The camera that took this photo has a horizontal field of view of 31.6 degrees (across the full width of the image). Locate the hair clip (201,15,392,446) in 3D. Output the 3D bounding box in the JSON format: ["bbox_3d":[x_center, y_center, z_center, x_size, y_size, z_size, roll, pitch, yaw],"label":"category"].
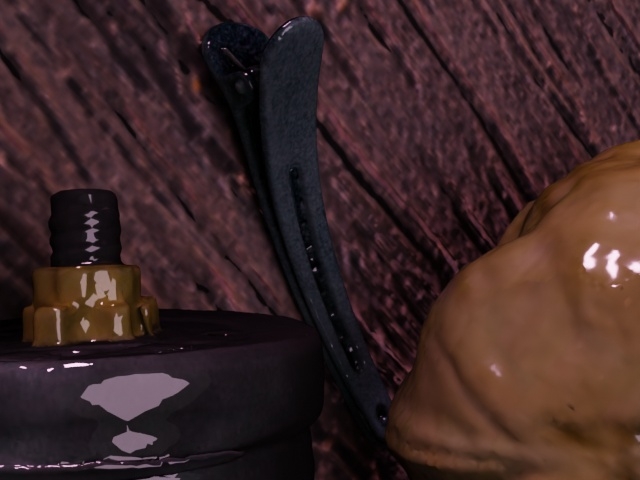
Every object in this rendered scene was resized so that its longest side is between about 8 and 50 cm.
[{"bbox_3d":[0.000,0.000,0.570,0.039,0.070,0.229,-30,114,-32],"label":"hair clip"}]

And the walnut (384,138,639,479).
[{"bbox_3d":[0.171,0.093,0.547,0.277,0.253,0.282,-21,91,-75],"label":"walnut"}]

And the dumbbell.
[{"bbox_3d":[-0.083,0.174,0.440,0.185,0.185,0.388,-3,93,-32],"label":"dumbbell"}]
